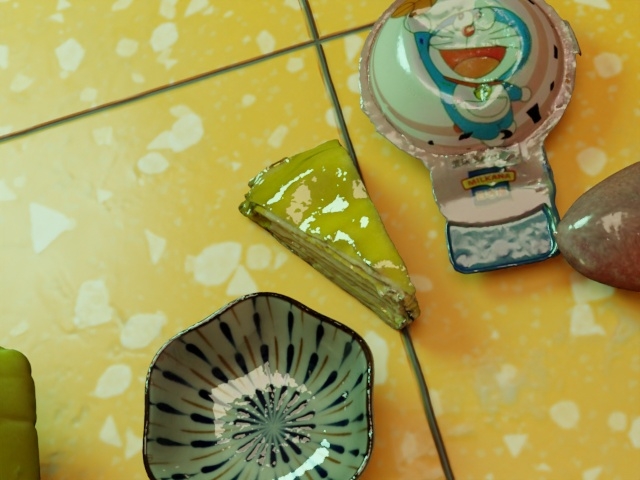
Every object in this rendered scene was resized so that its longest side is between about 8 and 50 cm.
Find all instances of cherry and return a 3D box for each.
[{"bbox_3d":[0.250,-0.012,0.973,0.126,0.087,0.106,-1,64,26],"label":"cherry"}]

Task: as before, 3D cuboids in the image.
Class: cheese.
[{"bbox_3d":[0.129,-0.110,1.049,0.189,0.074,0.285,-11,69,6],"label":"cheese"}]

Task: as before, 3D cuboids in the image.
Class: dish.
[{"bbox_3d":[-0.041,0.137,0.967,0.191,0.066,0.190,-5,66,11],"label":"dish"}]

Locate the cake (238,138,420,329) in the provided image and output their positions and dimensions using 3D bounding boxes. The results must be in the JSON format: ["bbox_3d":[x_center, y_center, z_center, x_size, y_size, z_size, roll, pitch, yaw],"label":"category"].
[{"bbox_3d":[0.000,-0.002,1.021,0.116,0.079,0.184,-17,67,-1],"label":"cake"}]

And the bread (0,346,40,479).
[{"bbox_3d":[-0.277,0.249,0.892,0.166,0.112,0.383,-13,69,10],"label":"bread"}]
